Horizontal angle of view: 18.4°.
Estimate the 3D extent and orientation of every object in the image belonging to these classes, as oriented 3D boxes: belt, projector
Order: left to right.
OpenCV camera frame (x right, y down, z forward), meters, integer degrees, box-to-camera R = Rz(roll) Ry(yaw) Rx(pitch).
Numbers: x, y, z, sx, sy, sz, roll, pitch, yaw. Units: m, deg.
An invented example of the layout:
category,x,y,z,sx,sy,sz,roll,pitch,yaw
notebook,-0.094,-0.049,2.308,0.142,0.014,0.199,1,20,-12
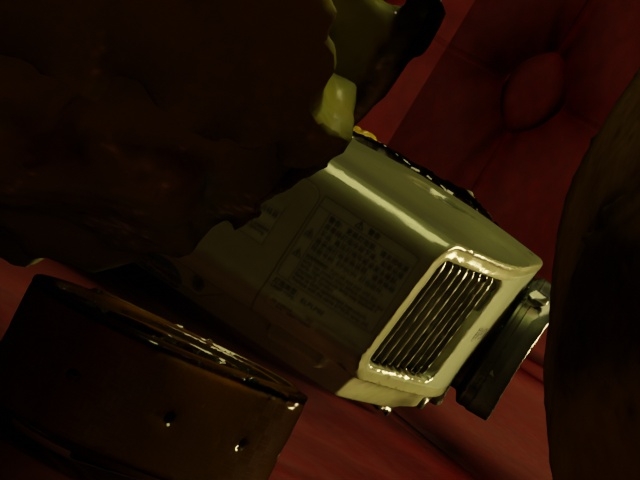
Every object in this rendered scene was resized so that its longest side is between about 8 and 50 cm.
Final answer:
category,x,y,z,sx,sy,sz,roll,pitch,yaw
belt,-0.043,0.036,0.470,0.059,0.036,0.083,26,0,42
projector,0.000,0.000,0.810,0.194,0.088,0.269,33,5,6

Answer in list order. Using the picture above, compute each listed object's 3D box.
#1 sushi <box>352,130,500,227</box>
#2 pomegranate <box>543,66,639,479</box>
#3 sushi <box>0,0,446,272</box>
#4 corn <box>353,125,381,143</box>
category,x,y,z,sx,sy,sz,roll,pitch,yaw
sushi,0.040,-0.007,1.176,0.150,0.090,0.078,31,0,23
pomegranate,0.213,0.046,0.518,0.322,0.322,0.322,31,4,-3
sushi,-0.093,-0.061,0.478,0.139,0.131,0.291,17,-1,-28
corn,0.012,-0.059,1.628,0.080,0.080,0.231,32,5,8
